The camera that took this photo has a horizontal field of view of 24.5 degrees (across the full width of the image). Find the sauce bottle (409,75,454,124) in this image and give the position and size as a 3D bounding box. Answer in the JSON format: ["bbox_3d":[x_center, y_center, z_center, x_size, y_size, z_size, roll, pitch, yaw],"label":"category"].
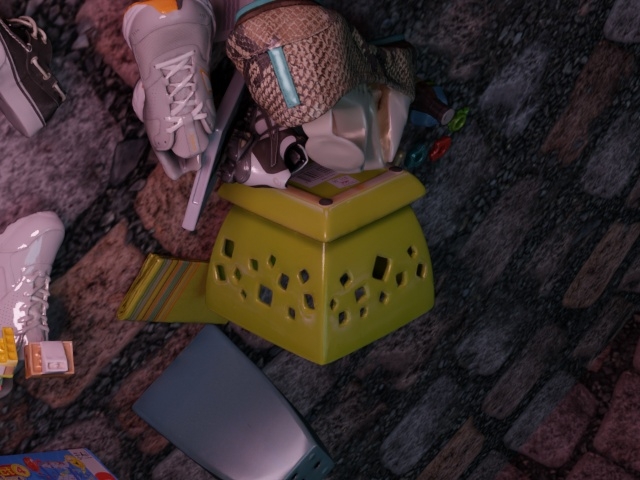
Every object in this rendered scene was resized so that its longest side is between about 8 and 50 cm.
[{"bbox_3d":[0.124,-0.198,1.968,0.042,0.128,0.042,-34,147,-26],"label":"sauce bottle"}]

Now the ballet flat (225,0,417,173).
[{"bbox_3d":[0.020,-0.162,1.700,0.164,0.182,0.483,-17,177,15],"label":"ballet flat"}]

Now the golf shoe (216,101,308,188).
[{"bbox_3d":[-0.057,-0.115,1.778,0.198,0.094,0.077,-68,177,-54],"label":"golf shoe"}]

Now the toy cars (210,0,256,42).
[{"bbox_3d":[-0.103,-0.291,1.566,0.176,0.087,0.394,-58,152,12],"label":"toy cars"}]

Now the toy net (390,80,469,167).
[{"bbox_3d":[0.121,-0.119,2.153,0.232,0.045,0.122,-54,154,7],"label":"toy net"}]

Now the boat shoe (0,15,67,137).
[{"bbox_3d":[-0.300,-0.182,1.422,0.070,0.078,0.219,-44,159,-13],"label":"boat shoe"}]

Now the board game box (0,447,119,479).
[{"bbox_3d":[-0.443,0.421,1.903,0.302,0.086,0.308,7,118,-59],"label":"board game box"}]

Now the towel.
[{"bbox_3d":[-0.173,0.066,1.960,0.102,0.021,0.237,-56,152,15],"label":"towel"}]

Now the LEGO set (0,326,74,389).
[{"bbox_3d":[-0.391,0.167,1.504,0.287,0.132,0.107,-32,155,-46],"label":"LEGO set"}]

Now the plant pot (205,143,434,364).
[{"bbox_3d":[0.000,0.000,1.914,0.228,0.227,0.207,-26,127,-40],"label":"plant pot"}]

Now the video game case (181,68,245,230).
[{"bbox_3d":[-0.123,-0.109,1.735,0.157,0.019,0.143,-73,-178,-56],"label":"video game case"}]

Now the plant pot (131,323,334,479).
[{"bbox_3d":[-0.106,0.268,2.065,0.165,0.234,0.165,-47,153,-8],"label":"plant pot"}]

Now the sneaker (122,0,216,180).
[{"bbox_3d":[-0.145,-0.158,1.552,0.099,0.121,0.262,-15,157,-9],"label":"sneaker"}]

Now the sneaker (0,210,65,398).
[{"bbox_3d":[-0.329,0.078,1.634,0.090,0.115,0.232,1,123,-56],"label":"sneaker"}]
